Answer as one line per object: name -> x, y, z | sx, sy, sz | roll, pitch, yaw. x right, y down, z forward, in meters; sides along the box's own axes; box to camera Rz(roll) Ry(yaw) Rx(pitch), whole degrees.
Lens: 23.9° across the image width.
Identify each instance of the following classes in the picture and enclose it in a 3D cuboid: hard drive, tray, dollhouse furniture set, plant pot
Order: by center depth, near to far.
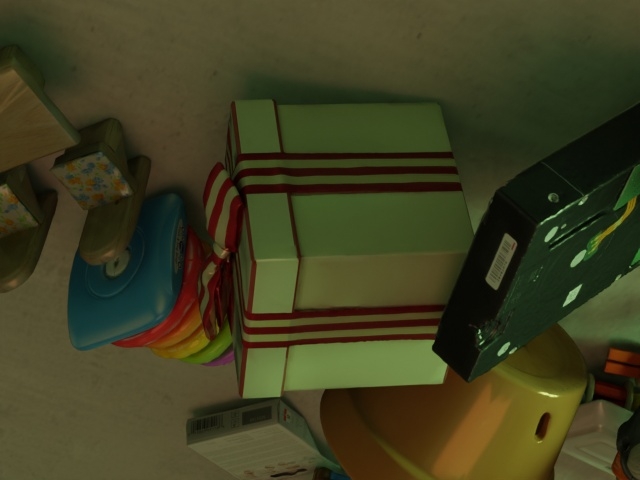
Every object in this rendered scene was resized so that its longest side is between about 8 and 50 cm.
hard drive -> 0.265, -0.021, 1.491 | 0.064, 0.339, 0.237 | 44, 143, 24
dollhouse furniture set -> -0.451, -0.063, 1.591 | 0.394, 0.256, 0.362 | -17, 131, 25
plant pot -> 0.174, 0.181, 1.746 | 0.291, 0.291, 0.203 | 24, 118, -15
tray -> 0.395, 0.272, 1.911 | 0.270, 0.030, 0.145 | 27, 149, -29

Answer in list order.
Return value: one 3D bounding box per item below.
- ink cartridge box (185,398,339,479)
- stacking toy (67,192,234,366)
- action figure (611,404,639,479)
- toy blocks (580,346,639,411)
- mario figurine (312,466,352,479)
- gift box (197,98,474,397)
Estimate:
ink cartridge box -> -0.075, 0.275, 2.047 | 0.145, 0.045, 0.179 | -16, 149, 23
stacking toy -> -0.140, 0.092, 1.794 | 0.165, 0.175, 0.302 | -21, 140, 31
action figure -> 0.440, 0.174, 1.730 | 0.178, 0.341, 0.330 | 31, 110, 14
toy blocks -> 0.362, 0.171, 1.843 | 0.148, 0.054, 0.123 | 11, 137, -2
mario figurine -> 0.135, 0.410, 2.032 | 0.320, 0.198, 0.170 | 12, 128, 0
gift box -> 0.000, 0.000, 1.595 | 0.258, 0.276, 0.255 | -2, 133, -10
